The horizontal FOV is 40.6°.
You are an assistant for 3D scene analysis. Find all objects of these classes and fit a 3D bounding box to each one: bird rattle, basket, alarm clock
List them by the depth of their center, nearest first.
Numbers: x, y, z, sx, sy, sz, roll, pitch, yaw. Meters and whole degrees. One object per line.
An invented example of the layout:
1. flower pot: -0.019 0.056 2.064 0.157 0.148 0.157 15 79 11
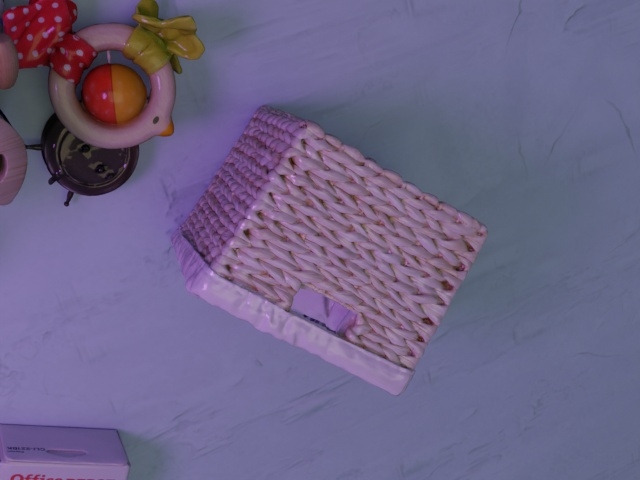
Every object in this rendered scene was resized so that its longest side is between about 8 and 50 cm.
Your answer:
1. bird rattle: -0.279 -0.222 1.126 0.253 0.143 0.207 -10 101 -25
2. alarm clock: -0.305 -0.139 1.211 0.192 0.064 0.129 -37 120 -11
3. basket: 0.000 0.000 1.225 0.328 0.331 0.266 29 94 -19

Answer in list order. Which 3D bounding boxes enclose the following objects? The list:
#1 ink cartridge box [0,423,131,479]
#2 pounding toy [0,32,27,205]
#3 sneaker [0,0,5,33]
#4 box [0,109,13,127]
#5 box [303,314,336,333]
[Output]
1. ink cartridge box: -0.427 0.431 1.343 0.197 0.114 0.273 10 106 -27
2. pounding toy: -0.436 -0.108 0.951 0.269 0.155 0.154 -42 147 -34
3. sneaker: -0.415 -0.322 1.077 0.086 0.085 0.237 -22 126 -47
4. box: -0.466 -0.177 1.061 0.093 0.158 0.156 -38 120 -9
5. box: 0.103 0.095 1.492 0.183 0.059 0.232 31 95 -31
